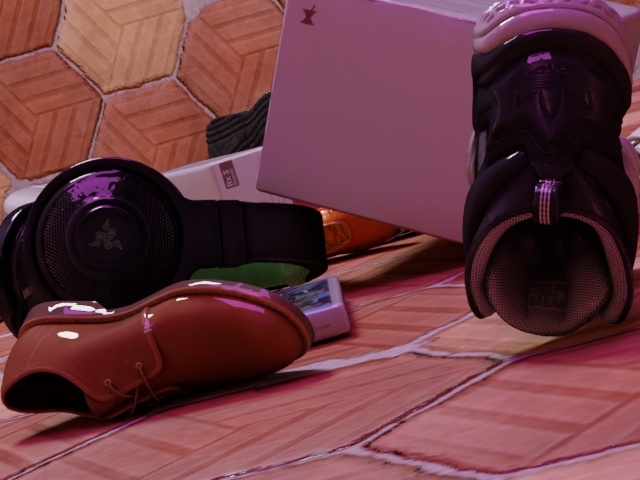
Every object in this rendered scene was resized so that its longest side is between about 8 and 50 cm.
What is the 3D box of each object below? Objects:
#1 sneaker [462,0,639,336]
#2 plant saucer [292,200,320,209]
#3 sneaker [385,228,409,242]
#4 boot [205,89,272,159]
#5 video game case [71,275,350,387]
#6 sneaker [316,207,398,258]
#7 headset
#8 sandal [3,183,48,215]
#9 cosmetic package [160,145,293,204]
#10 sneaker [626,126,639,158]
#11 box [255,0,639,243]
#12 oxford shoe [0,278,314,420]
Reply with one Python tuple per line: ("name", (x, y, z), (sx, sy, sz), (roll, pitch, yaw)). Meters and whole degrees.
("sneaker", (0.124, -0.006, 1.019), (0.101, 0.153, 0.268), (1, -28, 10))
("plant saucer", (0.093, -0.081, 2.102), (0.332, 0.084, 0.332), (-16, 6, 2))
("sneaker", (0.101, -0.042, 1.756), (0.162, 0.063, 0.073), (-15, 1, 4))
("boot", (-0.002, -0.131, 2.048), (0.161, 0.083, 0.246), (-12, 3, -37))
("video game case", (-0.071, 0.067, 1.281), (0.183, 0.023, 0.201), (-16, 4, 1))
("sneaker", (0.000, 0.000, 1.701), (0.175, 0.064, 0.067), (-19, 22, 36))
("headset", (-0.183, 0.044, 1.460), (0.394, 0.185, 0.243), (-1, -10, -24))
("sandal", (-0.191, -0.011, 2.205), (0.169, 0.102, 0.416), (8, 7, 41))
("cosmetic package", (-0.111, -0.026, 1.935), (0.085, 0.117, 0.231), (-20, 7, -28))
("sneaker", (0.312, -0.095, 1.728), (0.061, 0.054, 0.152), (-18, 5, 6))
("box", (0.118, -0.121, 1.533), (0.215, 0.168, 0.345), (15, 15, 18))
("oxford shoe", (-0.100, 0.076, 1.114), (0.212, 0.076, 0.076), (-10, 37, 30))
